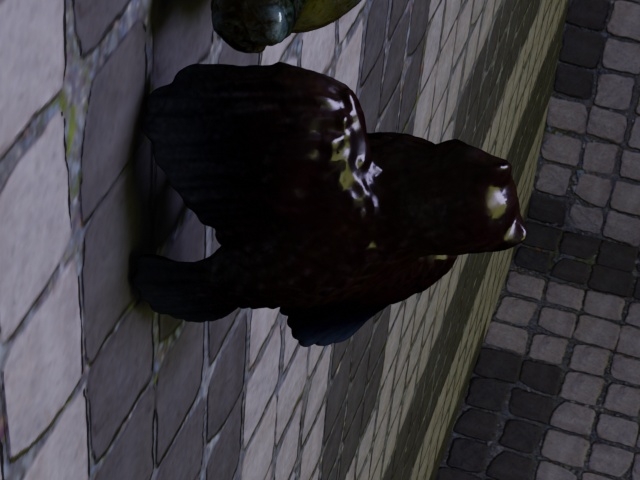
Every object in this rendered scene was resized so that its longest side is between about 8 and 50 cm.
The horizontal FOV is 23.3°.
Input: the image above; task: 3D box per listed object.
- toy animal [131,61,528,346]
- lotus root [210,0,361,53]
[{"bbox_3d":[0.008,-0.001,0.772,0.116,0.179,0.218,-64,142,-27],"label":"toy animal"},{"bbox_3d":[-0.007,-0.165,0.754,0.113,0.088,0.192,66,38,-47],"label":"lotus root"}]
